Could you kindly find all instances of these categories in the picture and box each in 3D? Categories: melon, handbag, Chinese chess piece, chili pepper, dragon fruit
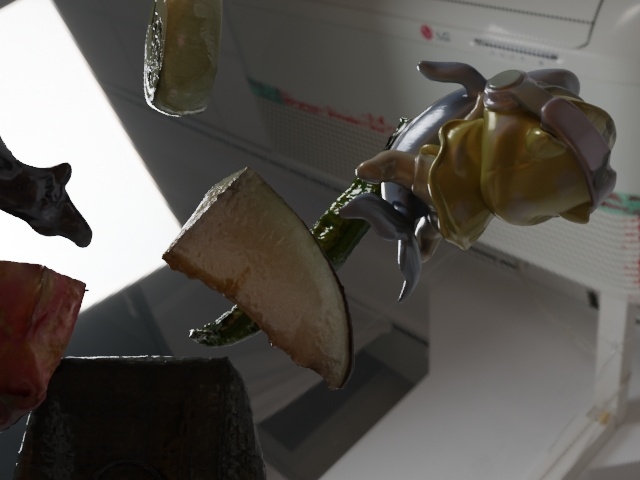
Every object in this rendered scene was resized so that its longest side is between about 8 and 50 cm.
[{"bbox_3d":[-0.032,0.034,0.674,0.182,0.098,0.054,41,-37,-17],"label":"melon"},{"bbox_3d":[-0.187,0.213,0.896,0.088,0.270,0.175,117,-26,-67],"label":"handbag"},{"bbox_3d":[-0.244,-0.345,1.482,0.250,0.101,0.250,-175,-90,-70],"label":"Chinese chess piece"},{"bbox_3d":[0.000,0.000,0.963,0.076,0.359,0.085,43,-6,-3],"label":"chili pepper"},{"bbox_3d":[-0.353,0.100,0.747,0.274,0.126,0.161,-23,-41,35],"label":"dragon fruit"}]

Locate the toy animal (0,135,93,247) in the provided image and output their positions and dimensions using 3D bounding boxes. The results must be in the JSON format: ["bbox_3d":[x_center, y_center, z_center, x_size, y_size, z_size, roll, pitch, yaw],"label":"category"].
[{"bbox_3d":[-0.330,-0.113,0.582,0.367,0.081,0.205,15,-54,-10],"label":"toy animal"}]

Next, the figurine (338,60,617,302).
[{"bbox_3d":[0.114,-0.052,0.607,0.128,0.208,0.184,53,-15,-31],"label":"figurine"}]
